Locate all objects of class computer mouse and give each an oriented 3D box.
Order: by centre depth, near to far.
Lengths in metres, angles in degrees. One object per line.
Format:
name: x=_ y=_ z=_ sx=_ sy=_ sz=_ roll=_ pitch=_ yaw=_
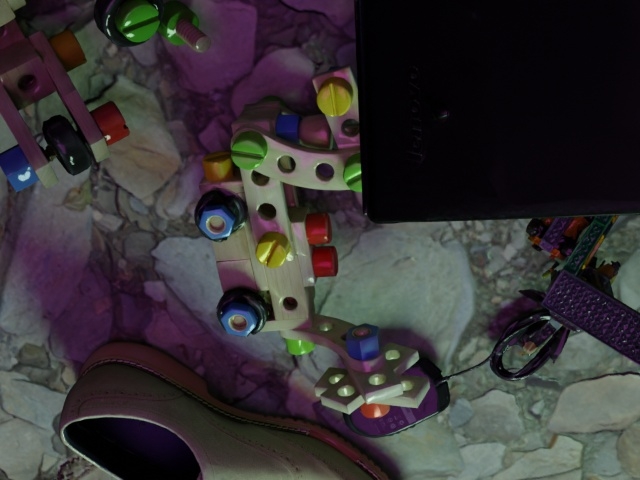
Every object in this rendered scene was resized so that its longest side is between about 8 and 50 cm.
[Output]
computer mouse: x=0.132 y=0.131 z=1.018 sx=0.242 sy=0.041 sz=0.071 roll=-25 pitch=90 yaw=12

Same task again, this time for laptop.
laptop: x=0.258 y=-0.211 z=0.764 sx=0.407 sy=0.236 sz=0.382 roll=-3 pitch=92 yaw=-26

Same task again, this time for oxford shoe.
oxford shoe: x=-0.085 y=0.252 z=1.034 sx=0.397 sy=0.146 sz=0.140 roll=25 pitch=111 yaw=-3

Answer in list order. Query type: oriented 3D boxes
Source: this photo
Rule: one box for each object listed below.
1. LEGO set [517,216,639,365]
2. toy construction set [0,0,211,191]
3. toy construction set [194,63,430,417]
LEGO set: x=0.350 y=0.046 z=0.884 sx=0.331 sy=0.192 sz=0.255 roll=25 pitch=95 yaw=18
toy construction set: x=-0.315 y=-0.167 z=0.884 sx=0.309 sy=0.257 sz=0.237 roll=-50 pitch=54 yaw=7
toy construction set: x=0.000 y=0.000 z=0.929 sx=0.215 sy=0.151 sz=0.328 roll=-5 pitch=100 yaw=10
